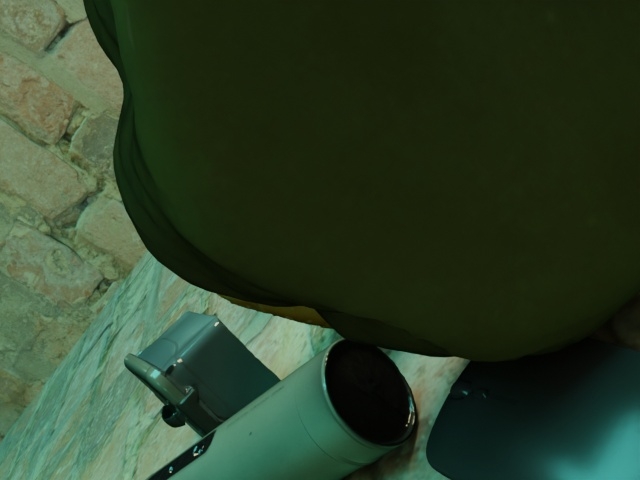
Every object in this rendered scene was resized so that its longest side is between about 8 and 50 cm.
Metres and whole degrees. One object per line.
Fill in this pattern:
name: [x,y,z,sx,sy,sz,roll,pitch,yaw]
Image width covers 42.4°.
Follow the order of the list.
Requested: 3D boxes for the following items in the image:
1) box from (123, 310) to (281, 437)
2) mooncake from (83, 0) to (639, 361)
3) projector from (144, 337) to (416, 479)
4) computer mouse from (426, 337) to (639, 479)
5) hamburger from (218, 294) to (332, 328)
box: [-0.150,0.180,1.043,0.130,0.162,0.227,-47,14,-16]
mooncake: [0.065,-0.147,0.576,0.467,0.467,0.262,-57,17,-10]
projector: [-0.056,0.213,0.797,0.337,0.108,0.108,-41,21,37]
computer mouse: [0.140,0.118,0.537,0.120,0.057,0.232,-56,17,-11]
hamburger: [0.000,0.000,0.893,0.244,0.244,0.163,-149,74,-74]
